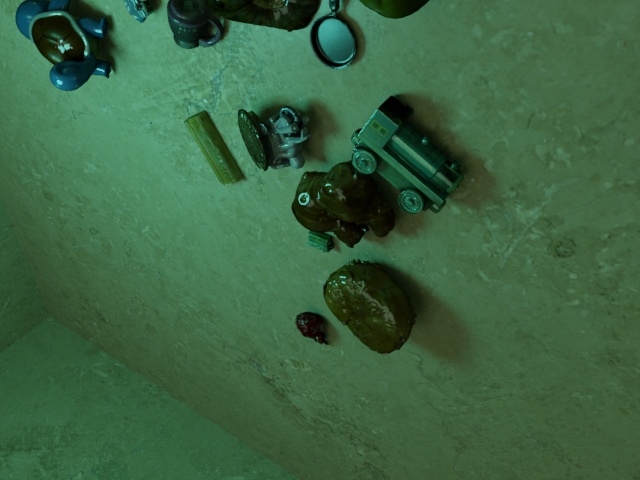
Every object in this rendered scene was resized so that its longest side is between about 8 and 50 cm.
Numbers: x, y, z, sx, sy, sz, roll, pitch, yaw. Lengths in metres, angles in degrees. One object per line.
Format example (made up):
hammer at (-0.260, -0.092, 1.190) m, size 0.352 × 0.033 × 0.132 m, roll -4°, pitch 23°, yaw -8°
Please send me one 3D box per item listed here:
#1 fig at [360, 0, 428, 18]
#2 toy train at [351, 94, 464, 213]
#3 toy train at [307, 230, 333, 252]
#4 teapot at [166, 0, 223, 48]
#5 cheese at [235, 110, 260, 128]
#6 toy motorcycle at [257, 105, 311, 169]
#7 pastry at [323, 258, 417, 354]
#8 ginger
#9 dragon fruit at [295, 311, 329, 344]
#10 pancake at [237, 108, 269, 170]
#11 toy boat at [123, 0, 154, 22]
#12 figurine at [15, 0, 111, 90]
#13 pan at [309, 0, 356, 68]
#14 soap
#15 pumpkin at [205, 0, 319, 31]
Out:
fig at (0.181, -0.585, 1.280) m, size 0.206 × 0.206 × 0.275 m, roll 49°, pitch 128°, yaw -5°
toy train at (0.219, -0.204, 1.621) m, size 0.298 × 0.120 × 0.194 m, roll 41°, pitch 134°, yaw 2°
toy train at (0.000, 0.000, 2.064) m, size 0.093 × 0.038 × 0.056 m, roll 22°, pitch 130°, yaw 27°
teapot at (-0.355, -0.607, 1.803) m, size 0.146 × 0.148 × 0.116 m, roll 117°, pitch 140°, yaw -62°
cheese at (-0.224, -0.346, 1.949) m, size 0.084 × 0.041 × 0.060 m, roll -21°, pitch 110°, yaw 48°
toy motorcycle at (-0.102, -0.279, 1.846) m, size 0.171 × 0.110 × 0.260 m, roll 52°, pitch 148°, yaw -8°
pastry at (0.160, 0.195, 1.994) m, size 0.311 × 0.162 × 0.255 m, roll 46°, pitch 140°, yaw 2°
ginger at (0.058, -0.098, 1.839) m, size 0.274 × 0.152 × 0.357 m, roll 30°, pitch 154°, yaw -30°
dragon fruit at (-0.015, 0.322, 2.343) m, size 0.094 × 0.094 × 0.190 m, roll -2°, pitch 144°, yaw 43°
pancake at (-0.196, -0.288, 1.862) m, size 0.199 × 0.021 × 0.199 m, roll 57°, pitch 164°, yaw 26°
toy boat at (-0.522, -0.742, 1.847) m, size 0.102 × 0.088 × 0.215 m, roll -15°, pitch 117°, yaw 10°
figurine at (-0.819, -0.643, 2.115) m, size 0.416 × 0.243 × 0.298 m, roll 52°, pitch 156°, yaw 25°
pan at (0.035, -0.527, 1.564) m, size 0.136 × 0.028 × 0.235 m, roll 27°, pitch 142°, yaw 21°
soap at (-0.350, -0.298, 2.110) m, size 0.092 × 0.037 × 0.252 m, roll -8°, pitch 119°, yaw 47°
pumpkin at (-0.156, -0.638, 1.596) m, size 0.281 × 0.190 × 0.139 m, roll 4°, pitch 144°, yaw -18°
